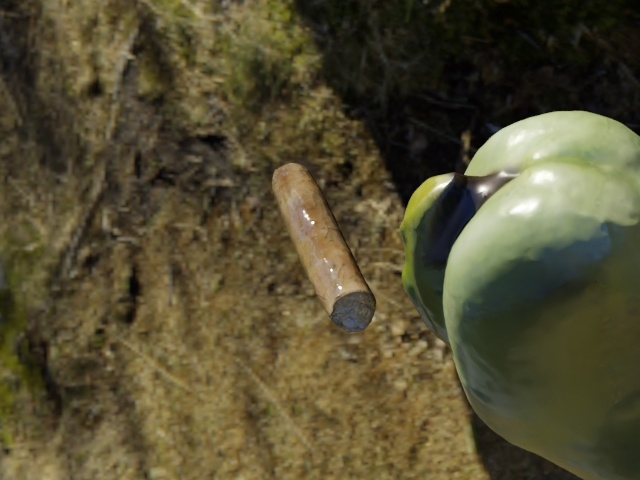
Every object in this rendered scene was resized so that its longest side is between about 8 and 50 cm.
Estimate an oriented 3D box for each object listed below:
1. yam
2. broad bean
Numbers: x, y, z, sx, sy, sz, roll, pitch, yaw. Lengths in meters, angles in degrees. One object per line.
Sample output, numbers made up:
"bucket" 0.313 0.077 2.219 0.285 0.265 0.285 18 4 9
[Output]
"yam" 0.000 0.000 1.113 0.057 0.056 0.241 -64 30 25
"broad bean" 0.131 0.042 0.517 0.169 0.228 0.100 -45 17 42
